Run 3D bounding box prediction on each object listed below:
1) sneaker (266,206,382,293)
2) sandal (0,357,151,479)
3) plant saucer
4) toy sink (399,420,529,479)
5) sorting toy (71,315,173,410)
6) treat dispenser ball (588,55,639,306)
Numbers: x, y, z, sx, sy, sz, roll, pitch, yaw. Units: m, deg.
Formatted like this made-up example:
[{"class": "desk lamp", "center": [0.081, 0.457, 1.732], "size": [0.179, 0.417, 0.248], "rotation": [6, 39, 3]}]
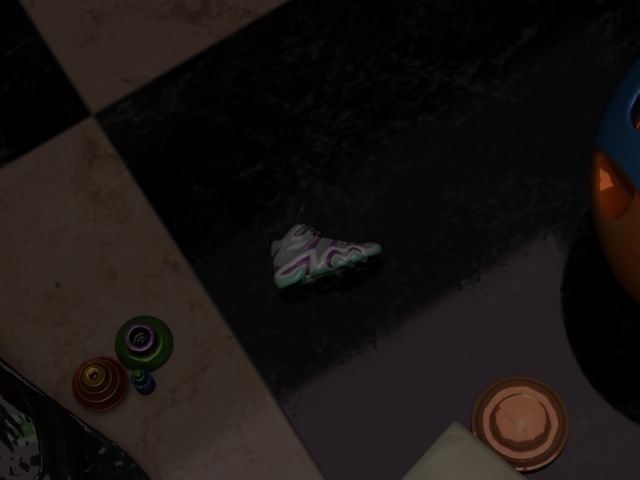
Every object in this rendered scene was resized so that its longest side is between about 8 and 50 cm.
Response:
[{"class": "sneaker", "center": [0.000, 0.000, 1.401], "size": [0.098, 0.038, 0.069], "rotation": [-17, 70, -3]}, {"class": "sandal", "center": [-0.298, 0.156, 1.326], "size": [0.167, 0.107, 0.446], "rotation": [-44, 73, -12]}, {"class": "plant saucer", "center": [0.168, 0.154, 1.346], "size": [0.083, 0.013, 0.083], "rotation": [-1, 69, 4]}, {"class": "toy sink", "center": [0.145, 0.283, 1.238], "size": [0.234, 0.131, 0.153], "rotation": [38, 76, 21]}, {"class": "sorting toy", "center": [-0.169, 0.105, 1.371], "size": [0.061, 0.042, 0.102], "rotation": [39, 76, 16]}, {"class": "treat dispenser ball", "center": [0.357, -0.047, 1.260], "size": [0.288, 0.288, 0.288], "rotation": [-1, 70, 3]}]
